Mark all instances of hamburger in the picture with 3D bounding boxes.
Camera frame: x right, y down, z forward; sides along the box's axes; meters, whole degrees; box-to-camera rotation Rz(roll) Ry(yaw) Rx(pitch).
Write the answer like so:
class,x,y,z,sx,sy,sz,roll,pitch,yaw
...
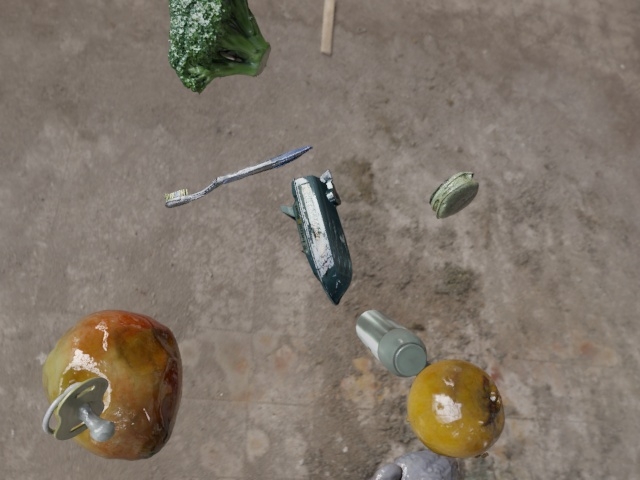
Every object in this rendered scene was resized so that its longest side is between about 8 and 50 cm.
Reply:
class,x,y,z,sx,sy,sz,roll,pitch,yaw
hamburger,0.335,-0.115,1.516,0.140,0.133,0.062,-15,56,-38

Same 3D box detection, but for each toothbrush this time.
class,x,y,z,sx,sy,sz,roll,pitch,yaw
toothbrush,-0.209,-0.159,1.496,0.413,0.035,0.042,-18,77,13

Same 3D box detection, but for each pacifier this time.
class,x,y,z,sx,sy,sz,roll,pitch,yaw
pacifier,-0.237,0.180,0.606,0.064,0.083,0.068,34,33,20

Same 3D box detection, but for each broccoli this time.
class,x,y,z,sx,sy,sz,roll,pitch,yaw
broccoli,-0.219,-0.453,1.290,0.242,0.261,0.269,31,29,-6

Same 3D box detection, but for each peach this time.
class,x,y,z,sx,sy,sz,roll,pitch,yaw
peach,-0.317,0.234,0.940,0.214,0.214,0.235,-14,55,-27

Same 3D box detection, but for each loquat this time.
class,x,y,z,sx,sy,sz,roll,pitch,yaw
loquat,0.189,0.239,0.846,0.141,0.141,0.141,9,63,-18

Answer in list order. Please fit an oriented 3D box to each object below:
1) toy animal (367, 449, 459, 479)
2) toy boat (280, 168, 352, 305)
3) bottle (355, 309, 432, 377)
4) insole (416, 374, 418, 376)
class,x,y,z,sx,sy,sz,roll,pitch,yaw
toy animal,0.138,0.381,0.918,0.195,0.324,0.090,-42,57,-14
toy boat,0.000,0.000,1.036,0.093,0.103,0.246,34,37,-55
bottle,0.134,0.192,1.118,0.096,0.254,0.079,31,89,-10
insole,0.206,0.279,1.247,0.192,0.063,0.010,22,81,-5
